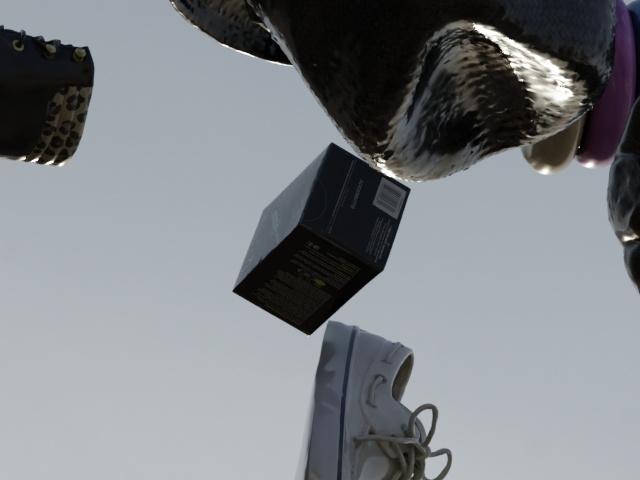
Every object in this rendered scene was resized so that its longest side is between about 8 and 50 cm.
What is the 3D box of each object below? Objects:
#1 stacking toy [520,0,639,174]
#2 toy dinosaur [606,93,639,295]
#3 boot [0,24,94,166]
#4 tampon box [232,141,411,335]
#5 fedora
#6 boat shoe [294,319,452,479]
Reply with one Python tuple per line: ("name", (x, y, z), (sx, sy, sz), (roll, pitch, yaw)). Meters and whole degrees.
("stacking toy", (0.316, -0.115, 1.407), (0.330, 0.141, 0.141), (1, -40, -3))
("toy dinosaur", (0.227, -0.006, 1.165), (0.314, 0.121, 0.160), (61, -26, 9))
("boot", (-0.256, -0.164, 1.418), (0.178, 0.236, 0.085), (2, 15, -35))
("tampon box", (0.000, 0.000, 1.977), (0.101, 0.120, 0.161), (30, -38, -13))
("fedora", (0.072, -0.134, 1.062), (0.334, 0.153, 0.334), (-16, -20, -6))
("boat shoe", (0.060, 0.205, 1.943), (0.156, 0.367, 0.136), (11, -68, 1))
